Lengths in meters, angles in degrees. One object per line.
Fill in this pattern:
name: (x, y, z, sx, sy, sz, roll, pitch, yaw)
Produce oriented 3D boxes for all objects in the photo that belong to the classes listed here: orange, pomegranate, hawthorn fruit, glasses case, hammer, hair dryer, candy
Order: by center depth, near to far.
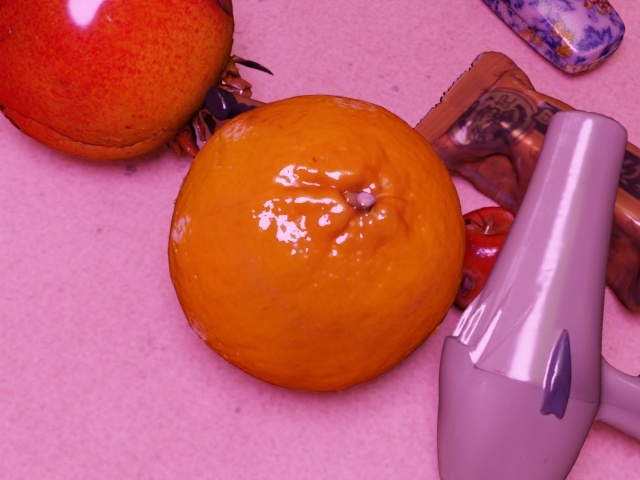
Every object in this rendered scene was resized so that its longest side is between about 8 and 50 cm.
orange: (-0.001, 0.001, 0.739, 0.219, 0.193, 0.219, 0, 93, -1)
hair dryer: (0.223, 0.050, 0.755, 0.298, 0.119, 0.295, -5, 95, -14)
pomegranate: (-0.161, -0.161, 0.812, 0.235, 0.210, 0.210, 36, 58, -19)
hawthorn fruit: (0.137, 0.014, 0.819, 0.093, 0.093, 0.093, 4, 61, -7)
hammer: (-0.013, -0.097, 0.840, 0.201, 0.021, 0.078, 11, 49, -43)
candy: (0.207, -0.054, 0.865, 0.271, 0.101, 0.143, 41, 62, 18)
glasses case: (0.195, -0.265, 0.997, 0.087, 0.065, 0.248, -31, 69, -25)
